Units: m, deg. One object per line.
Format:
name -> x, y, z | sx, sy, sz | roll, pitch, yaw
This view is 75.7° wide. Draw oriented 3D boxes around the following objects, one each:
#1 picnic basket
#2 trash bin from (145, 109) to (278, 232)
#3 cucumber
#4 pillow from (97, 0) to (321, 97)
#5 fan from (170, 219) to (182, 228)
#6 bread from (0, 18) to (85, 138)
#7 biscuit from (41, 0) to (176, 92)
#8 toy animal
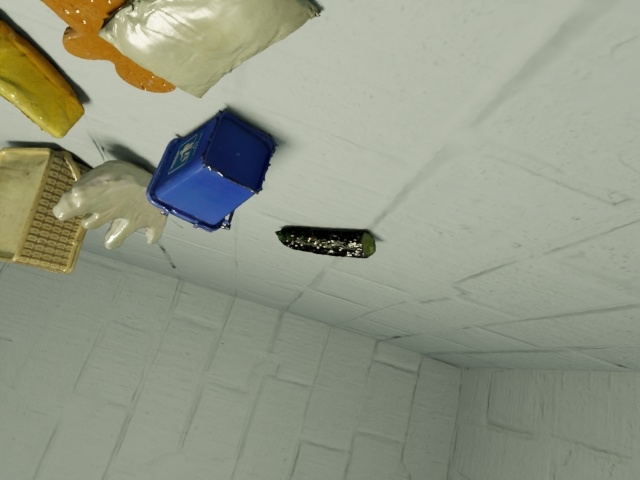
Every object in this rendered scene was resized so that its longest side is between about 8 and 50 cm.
picnic basket -> -0.754, -0.083, 1.111 | 0.228, 0.312, 0.175 | 7, 168, 23
trash bin -> -0.194, -0.122, 0.777 | 0.184, 0.162, 0.235 | 27, 152, -31
cucumber -> 0.000, 0.002, 1.092 | 0.301, 0.071, 0.072 | 5, 158, 32
pillow -> -0.134, -0.250, 0.473 | 0.230, 0.050, 0.148 | -12, 158, 37
fan -> -0.540, -0.101, 1.331 | 0.183, 0.010, 0.310 | 6, 158, 25
bread -> -0.510, -0.276, 0.691 | 0.102, 0.094, 0.245 | 20, 163, 19
biscuit -> -0.266, -0.280, 0.537 | 0.166, 0.036, 0.250 | -2, 165, 9
toy animal -> -0.527, -0.115, 1.019 | 0.266, 0.188, 0.308 | -44, 163, 33
